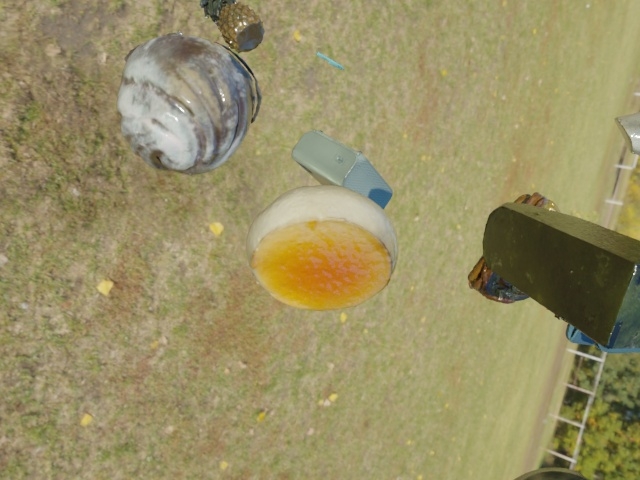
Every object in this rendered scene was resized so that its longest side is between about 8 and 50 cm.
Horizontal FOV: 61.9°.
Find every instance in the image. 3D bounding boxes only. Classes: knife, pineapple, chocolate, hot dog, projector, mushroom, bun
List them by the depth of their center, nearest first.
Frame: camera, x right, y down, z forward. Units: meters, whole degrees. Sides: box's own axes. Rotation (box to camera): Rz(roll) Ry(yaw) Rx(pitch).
[{"bbox_3d":[-0.159,-0.387,0.898,0.074,0.159,0.074,-34,159,-15],"label":"pineapple"},{"bbox_3d":[0.000,0.000,1.049,0.165,0.298,0.299,-91,170,-45],"label":"bun"},{"bbox_3d":[-0.281,-0.244,1.111,0.303,0.303,0.213,69,18,-49],"label":"chocolate"},{"bbox_3d":[0.440,0.027,1.172,0.114,0.175,0.259,-108,-141,-61],"label":"hot dog"},{"bbox_3d":[0.815,-0.265,1.273,0.093,0.224,0.116,83,-1,-59],"label":"mushroom"},{"bbox_3d":[0.026,-0.474,1.416,0.091,0.014,0.005,19,41,-29],"label":"knife"},{"bbox_3d":[0.064,-0.183,1.457,0.108,0.198,0.250,-56,146,0],"label":"projector"}]

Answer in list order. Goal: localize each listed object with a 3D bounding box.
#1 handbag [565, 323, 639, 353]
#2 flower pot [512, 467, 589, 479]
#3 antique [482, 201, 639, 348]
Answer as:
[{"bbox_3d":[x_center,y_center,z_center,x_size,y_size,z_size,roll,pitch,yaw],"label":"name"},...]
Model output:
[{"bbox_3d":[0.495,0.108,0.871,0.221,0.057,0.144,8,87,-30],"label":"handbag"},{"bbox_3d":[0.262,0.352,0.553,0.157,0.189,0.243,-35,114,-15],"label":"flower pot"},{"bbox_3d":[0.253,0.022,0.544,0.080,0.221,0.081,5,108,-16],"label":"antique"}]
